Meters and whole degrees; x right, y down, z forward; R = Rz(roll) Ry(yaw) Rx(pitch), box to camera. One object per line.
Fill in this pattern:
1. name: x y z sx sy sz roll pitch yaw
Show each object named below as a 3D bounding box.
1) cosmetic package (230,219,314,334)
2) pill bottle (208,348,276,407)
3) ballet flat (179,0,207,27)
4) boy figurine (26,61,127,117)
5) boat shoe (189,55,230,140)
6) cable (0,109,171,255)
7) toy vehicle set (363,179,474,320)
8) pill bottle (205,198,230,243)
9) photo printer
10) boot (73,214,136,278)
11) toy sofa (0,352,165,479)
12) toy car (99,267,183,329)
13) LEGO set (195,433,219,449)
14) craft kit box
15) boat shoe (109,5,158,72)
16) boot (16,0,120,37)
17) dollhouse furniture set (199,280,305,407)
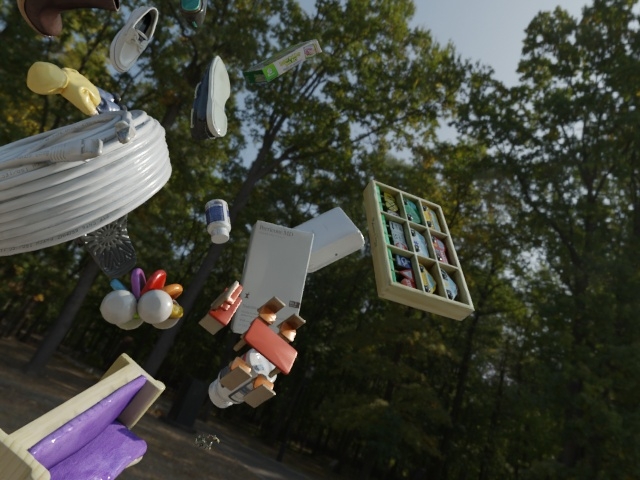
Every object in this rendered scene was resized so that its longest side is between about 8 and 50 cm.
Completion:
1. cosmetic package: -0.171 0.143 1.643 0.217 0.385 0.156 11 -9 -13
2. pill bottle: -0.219 0.383 1.283 0.180 0.108 0.108 -37 -55 21
3. ballet flat: -0.390 -0.785 1.458 0.095 0.280 0.096 3 -19 2
4. boy figurine: -0.697 -0.422 1.348 0.177 0.092 0.285 56 17 15
5. boat shoe: -0.335 -0.428 1.392 0.091 0.302 0.114 -11 -35 16
6. cable: -0.302 -0.077 0.543 0.257 0.257 0.089 -17 -64 2
7. toy vehicle set: 0.169 0.009 0.849 0.166 0.267 0.035 17 -48 -19
8. pill bottle: -0.295 -0.054 1.344 0.067 0.120 0.067 -10 -31 -6
9. photo printer: 0.000 0.000 1.990 0.256 0.307 0.107 57 -8 53
10. boot: -0.760 -0.130 1.423 0.445 0.146 0.367 36 -42 29
11. toy sofa: -0.417 0.356 0.819 0.177 0.150 0.362 40 8 4
12. toy car: -0.409 0.131 1.078 0.182 0.136 0.159 0 -17 -7
13. LEGO set: -0.322 0.564 1.298 0.054 0.023 0.083 40 -61 -7
14. craft kit box: -0.154 -0.685 1.797 0.250 0.246 0.061 30 -32 59
15. boat shoe: -0.638 -0.699 1.604 0.084 0.258 0.095 9 -12 36
16. boot: -0.552 -0.529 1.029 0.207 0.090 0.248 13 -25 -6
17. dollhouse furniture set: -0.167 0.237 1.191 0.259 0.262 0.135 42 -54 -12
